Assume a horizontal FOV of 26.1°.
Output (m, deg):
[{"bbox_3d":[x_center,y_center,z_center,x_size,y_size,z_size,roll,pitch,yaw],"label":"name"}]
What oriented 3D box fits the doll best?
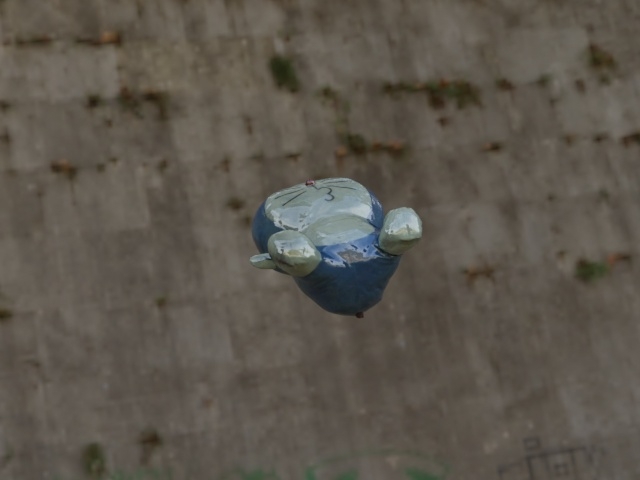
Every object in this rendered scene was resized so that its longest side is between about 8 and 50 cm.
[{"bbox_3d":[0.000,0.000,0.639,0.076,0.051,0.083,-10,30,-15],"label":"doll"}]
